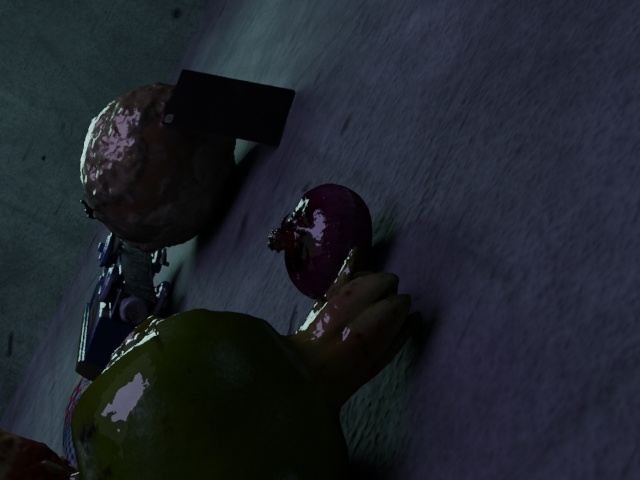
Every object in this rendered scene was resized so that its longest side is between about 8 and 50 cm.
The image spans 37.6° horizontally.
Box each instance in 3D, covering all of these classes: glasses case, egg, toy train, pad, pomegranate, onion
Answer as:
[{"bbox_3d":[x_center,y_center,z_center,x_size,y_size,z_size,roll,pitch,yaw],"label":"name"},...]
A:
[{"bbox_3d":[-0.400,0.296,1.643,0.125,0.076,0.327,-62,17,9],"label":"glasses case"},{"bbox_3d":[-0.278,-0.127,1.610,0.310,0.279,0.279,116,168,-49],"label":"egg"},{"bbox_3d":[-0.353,0.114,1.658,0.300,0.131,0.202,-118,49,-69],"label":"toy train"},{"bbox_3d":[-0.145,-0.211,1.484,0.004,0.193,0.116,89,-166,-60],"label":"pad"},{"bbox_3d":[-0.049,0.136,0.740,0.302,0.236,0.236,-32,15,-10],"label":"pomegranate"},{"bbox_3d":[0.000,0.000,0.909,0.115,0.104,0.115,-175,90,-75],"label":"onion"}]

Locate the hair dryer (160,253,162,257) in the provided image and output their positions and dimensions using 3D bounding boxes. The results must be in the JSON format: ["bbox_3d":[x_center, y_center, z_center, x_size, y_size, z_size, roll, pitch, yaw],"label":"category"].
[{"bbox_3d":[-0.350,0.062,1.902,0.114,0.037,0.063,-55,20,3],"label":"hair dryer"}]

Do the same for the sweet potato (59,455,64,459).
[{"bbox_3d":[-0.437,0.396,1.660,0.117,0.049,0.049,-32,36,52],"label":"sweet potato"}]

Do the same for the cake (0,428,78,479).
[{"bbox_3d":[-0.454,0.423,1.238,0.270,0.319,0.269,-53,18,15],"label":"cake"}]
